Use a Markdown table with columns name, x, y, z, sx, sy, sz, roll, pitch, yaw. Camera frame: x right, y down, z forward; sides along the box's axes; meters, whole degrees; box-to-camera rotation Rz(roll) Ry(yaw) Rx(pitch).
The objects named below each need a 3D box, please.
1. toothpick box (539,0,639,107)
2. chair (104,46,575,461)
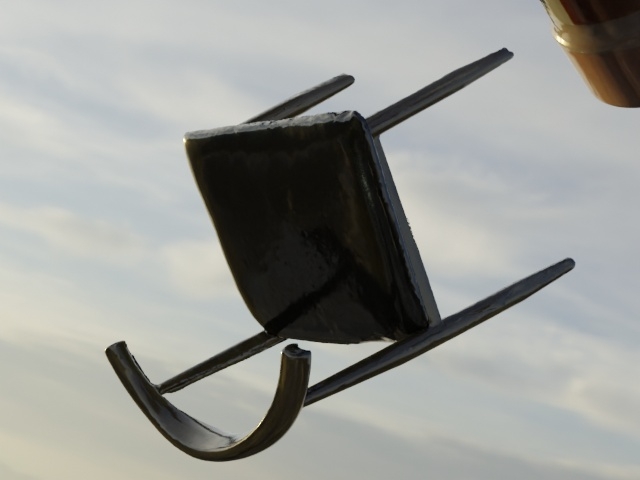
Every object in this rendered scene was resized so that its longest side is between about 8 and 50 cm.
| name | x | y | z | sx | sy | sz | roll | pitch | yaw |
| --- | --- | --- | --- | --- | --- | --- | --- | --- | --- |
| toothpick box | 0.122 | -0.142 | 0.604 | 0.098 | 0.098 | 0.149 | 0 | -43 | 48 |
| chair | 0.000 | 0.000 | 0.895 | 0.272 | 0.166 | 0.188 | -32 | 19 | -38 |
